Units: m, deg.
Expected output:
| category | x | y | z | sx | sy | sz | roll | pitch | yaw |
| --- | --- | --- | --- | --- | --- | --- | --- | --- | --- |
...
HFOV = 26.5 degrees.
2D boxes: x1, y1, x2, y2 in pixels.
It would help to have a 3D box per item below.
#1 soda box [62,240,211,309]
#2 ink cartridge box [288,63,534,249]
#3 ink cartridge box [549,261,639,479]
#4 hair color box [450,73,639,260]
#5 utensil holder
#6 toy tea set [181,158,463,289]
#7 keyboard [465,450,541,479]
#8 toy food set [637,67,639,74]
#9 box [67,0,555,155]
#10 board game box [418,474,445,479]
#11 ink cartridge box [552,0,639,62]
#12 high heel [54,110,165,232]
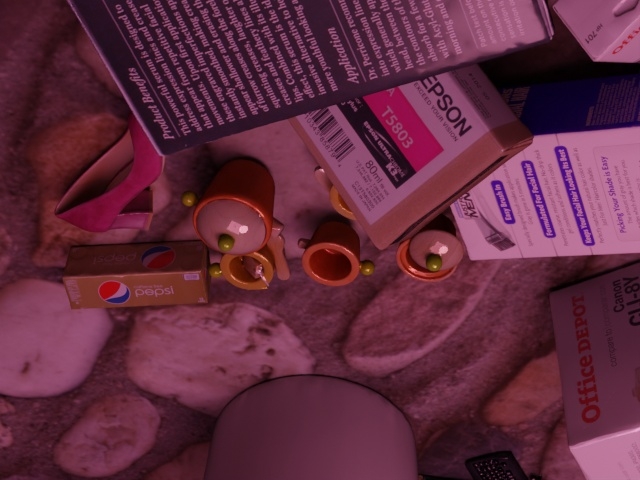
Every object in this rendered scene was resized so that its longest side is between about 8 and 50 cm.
| category | x | y | z | sx | sy | sz | roll | pitch | yaw |
| --- | --- | --- | --- | --- | --- | --- | --- | --- | --- |
| soda box | -0.234 | 0.044 | 1.739 | 0.181 | 0.061 | 0.058 | -2 | 131 | 5 |
| ink cartridge box | 0.080 | -0.140 | 1.465 | 0.193 | 0.088 | 0.235 | -41 | 80 | 32 |
| ink cartridge box | 0.488 | 0.143 | 1.638 | 0.384 | 0.279 | 0.160 | -21 | 126 | 20 |
| hair color box | 0.310 | -0.082 | 1.516 | 0.338 | 0.110 | 0.185 | -4 | 132 | 25 |
| utensil holder | -0.015 | 0.425 | 1.846 | 0.327 | 0.385 | 0.328 | 2 | 131 | 3 |
| toy tea set | 0.000 | 0.000 | 1.624 | 0.336 | 0.124 | 0.200 | -4 | 130 | 17 |
| keyboard | 0.294 | 0.385 | 2.023 | 0.100 | 0.038 | 0.192 | -20 | 128 | 19 |
| toy food set | 0.444 | -0.186 | 1.491 | 0.128 | 0.071 | 0.218 | 28 | 127 | -20 |
| box | -0.005 | -0.290 | 1.281 | 0.395 | 0.293 | 0.212 | -14 | 128 | 16 |
| board game box | 0.188 | 0.462 | 2.091 | 0.136 | 0.030 | 0.260 | 10 | 131 | 3 |
| ink cartridge box | 0.347 | -0.251 | 1.369 | 0.190 | 0.082 | 0.139 | -5 | 146 | -48 |
| high heel | -0.247 | -0.098 | 1.606 | 0.117 | 0.082 | 0.244 | 4 | 145 | -13 |
